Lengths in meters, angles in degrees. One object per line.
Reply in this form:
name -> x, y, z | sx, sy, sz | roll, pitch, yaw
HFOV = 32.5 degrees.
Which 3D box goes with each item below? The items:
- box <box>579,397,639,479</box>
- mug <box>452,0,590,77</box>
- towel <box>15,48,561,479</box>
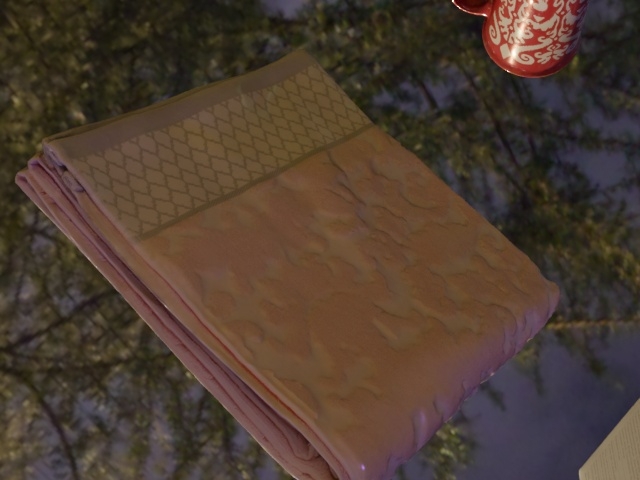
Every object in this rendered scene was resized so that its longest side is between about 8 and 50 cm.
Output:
box -> 0.450, 0.239, 1.148 | 0.215, 0.345, 0.168 | 13, -136, -10
mug -> 0.223, -0.261, 1.186 | 0.150, 0.169, 0.113 | -7, -108, -1
towel -> 0.000, 0.000, 0.807 | 0.332, 0.317, 0.053 | -30, 161, -50
